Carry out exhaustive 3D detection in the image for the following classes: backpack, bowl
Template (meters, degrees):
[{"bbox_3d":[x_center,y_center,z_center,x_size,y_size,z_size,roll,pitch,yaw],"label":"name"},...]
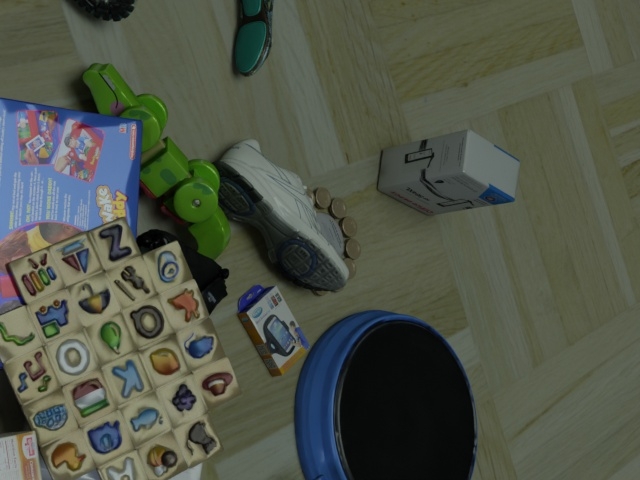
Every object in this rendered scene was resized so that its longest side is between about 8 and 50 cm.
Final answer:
[{"bbox_3d":[-0.228,0.094,1.817,0.152,0.115,0.182,30,61,-24],"label":"backpack"},{"bbox_3d":[0.123,0.307,2.142,0.391,0.077,0.391,13,72,-42],"label":"bowl"}]

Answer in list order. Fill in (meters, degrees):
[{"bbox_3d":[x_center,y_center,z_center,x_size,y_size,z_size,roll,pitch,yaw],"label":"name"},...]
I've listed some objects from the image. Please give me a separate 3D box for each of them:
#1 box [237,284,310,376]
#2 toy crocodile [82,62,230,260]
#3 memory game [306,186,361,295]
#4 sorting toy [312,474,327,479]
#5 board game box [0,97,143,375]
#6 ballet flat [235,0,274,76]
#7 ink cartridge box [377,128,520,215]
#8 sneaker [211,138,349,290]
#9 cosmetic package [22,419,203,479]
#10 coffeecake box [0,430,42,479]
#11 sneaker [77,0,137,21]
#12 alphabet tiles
[{"bbox_3d":[-0.076,0.136,2.019,0.081,0.028,0.136,-43,112,-41],"label":"box"},{"bbox_3d":[-0.238,-0.114,1.871,0.340,0.105,0.115,53,10,-20],"label":"toy crocodile"},{"bbox_3d":[0.000,0.000,2.137,0.186,0.012,0.186,12,72,-42],"label":"memory game"},{"bbox_3d":[0.043,0.510,2.011,0.196,0.047,0.348,-47,116,-12],"label":"sorting toy"},{"bbox_3d":[-0.363,-0.001,1.676,0.233,0.078,0.347,8,79,-29],"label":"board game box"},{"bbox_3d":[-0.099,-0.350,2.087,0.070,0.070,0.188,15,73,-42],"label":"ballet flat"},{"bbox_3d":[0.224,-0.115,2.250,0.148,0.203,0.086,24,66,-38],"label":"ink cartridge box"},{"bbox_3d":[-0.049,-0.043,2.024,0.297,0.111,0.129,49,43,-19],"label":"sneaker"},{"bbox_3d":[-0.277,0.283,1.695,0.239,0.060,0.099,16,63,-15],"label":"cosmetic package"},{"bbox_3d":[-0.453,0.278,1.531,0.185,0.142,0.068,-4,84,-46],"label":"coffeecake box"},{"bbox_3d":[-0.366,-0.446,1.834,0.283,0.110,0.122,49,33,-29],"label":"sneaker"},{"bbox_3d":[-0.262,0.155,1.659,0.285,0.011,0.342,-25,95,-31],"label":"alphabet tiles"}]
